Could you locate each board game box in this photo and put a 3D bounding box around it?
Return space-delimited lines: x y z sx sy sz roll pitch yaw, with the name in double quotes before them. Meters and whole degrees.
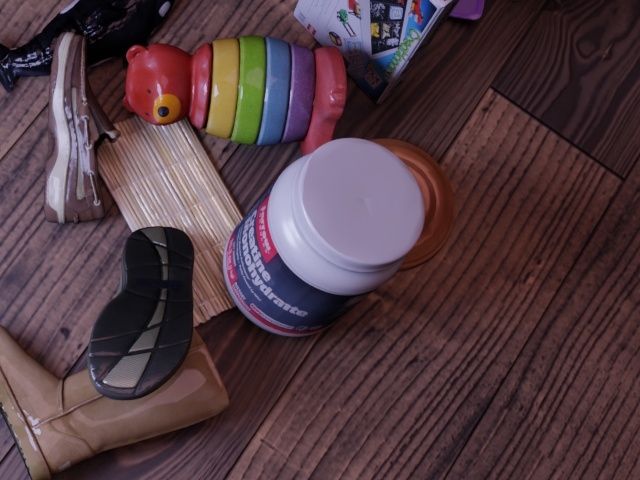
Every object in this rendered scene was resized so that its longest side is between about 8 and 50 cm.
"board game box" 0.072 -0.328 1.703 0.053 0.305 0.193 -41 86 -22

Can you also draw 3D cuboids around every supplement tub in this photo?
"supplement tub" 0.000 0.000 1.594 0.191 0.272 0.191 9 65 -20

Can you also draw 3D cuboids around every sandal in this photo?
"sandal" -0.217 0.097 1.575 0.120 0.086 0.303 11 37 -2

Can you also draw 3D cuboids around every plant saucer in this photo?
"plant saucer" 0.100 -0.056 1.770 0.200 0.037 0.200 3 73 -10

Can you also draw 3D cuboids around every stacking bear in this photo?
"stacking bear" -0.126 -0.206 1.703 0.289 0.175 0.164 5 47 -11

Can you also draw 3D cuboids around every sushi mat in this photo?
"sushi mat" -0.194 -0.042 1.716 0.151 0.019 0.316 -28 81 -17

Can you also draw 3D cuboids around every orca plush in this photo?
"orca plush" -0.328 -0.314 1.717 0.287 0.102 0.151 -15 83 -16

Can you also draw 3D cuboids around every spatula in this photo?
"spatula" 0.107 -0.406 1.878 0.296 0.030 0.084 16 70 -6

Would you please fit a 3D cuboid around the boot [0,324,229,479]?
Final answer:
"boot" -0.288 0.168 1.605 0.269 0.089 0.236 -23 82 -20

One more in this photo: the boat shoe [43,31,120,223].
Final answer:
"boat shoe" -0.318 -0.150 1.670 0.095 0.095 0.257 3 94 -6
